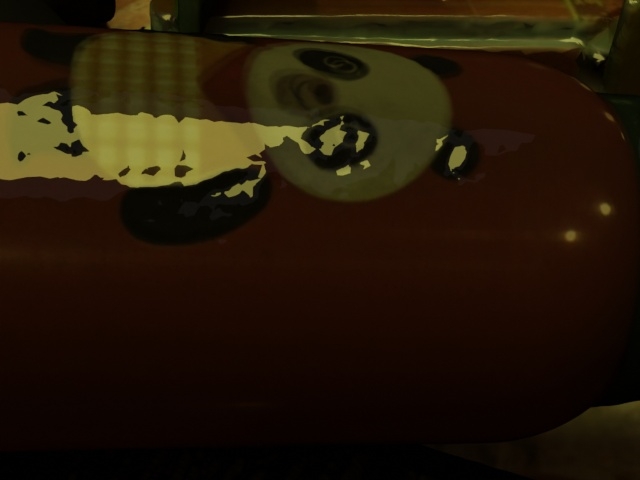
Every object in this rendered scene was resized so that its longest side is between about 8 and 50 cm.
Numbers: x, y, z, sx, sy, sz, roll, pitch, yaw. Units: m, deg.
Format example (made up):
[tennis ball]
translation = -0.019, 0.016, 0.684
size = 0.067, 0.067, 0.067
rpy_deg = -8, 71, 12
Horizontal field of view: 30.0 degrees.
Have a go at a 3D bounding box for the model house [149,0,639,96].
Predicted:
[model house]
translation = 0.076, -0.156, 0.591
size = 0.323, 0.300, 0.340
rpy_deg = 0, 39, -8

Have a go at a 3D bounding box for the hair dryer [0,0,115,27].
[hair dryer]
translation = -0.179, -0.115, 0.687
size = 0.197, 0.089, 0.251
rpy_deg = -24, 41, -26

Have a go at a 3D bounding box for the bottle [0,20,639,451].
[bottle]
translation = 0.000, 0.000, 0.405
size = 0.336, 0.144, 0.144
rpy_deg = 1, 38, -11

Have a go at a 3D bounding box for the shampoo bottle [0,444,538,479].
[shampoo bottle]
translation = -0.071, 0.093, 0.445
size = 0.309, 0.071, 0.098
rpy_deg = 15, 42, 20
